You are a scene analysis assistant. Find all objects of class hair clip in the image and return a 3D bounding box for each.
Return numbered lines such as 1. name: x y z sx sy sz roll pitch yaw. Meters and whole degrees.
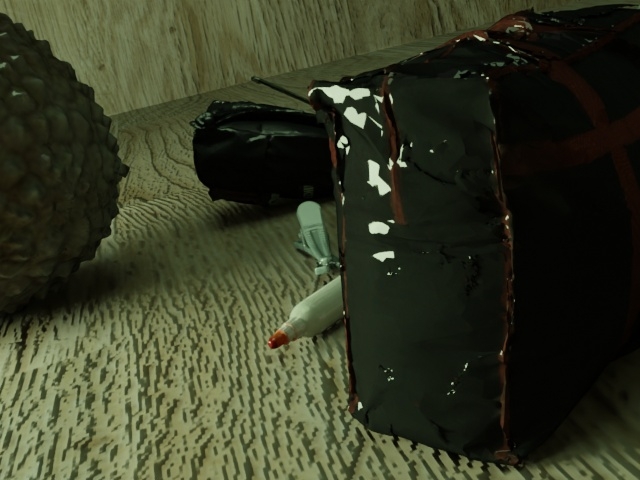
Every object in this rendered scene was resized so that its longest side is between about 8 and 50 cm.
1. hair clip: -0.001 0.000 0.648 0.030 0.039 0.115 -20 19 -6

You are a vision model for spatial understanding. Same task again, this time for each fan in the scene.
1. fan: 0.029 -0.125 0.875 0.220 0.009 0.132 24 7 -4

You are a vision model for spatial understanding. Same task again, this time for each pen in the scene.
1. pen: 0.037 0.022 0.563 0.026 0.026 0.218 1 21 40

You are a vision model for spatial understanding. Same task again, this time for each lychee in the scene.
1. lychee: -0.312 -0.052 0.676 0.300 0.299 0.300 -12 16 3

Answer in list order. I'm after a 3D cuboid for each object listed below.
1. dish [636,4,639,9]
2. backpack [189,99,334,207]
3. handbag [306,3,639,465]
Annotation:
1. dish: 0.434 -0.236 0.808 0.182 0.243 0.080 17 57 -4
2. backpack: -0.050 -0.084 0.860 0.165 0.105 0.120 8 12 -2
3. handbag: 0.096 -0.022 0.406 0.155 0.169 0.215 2 21 40
